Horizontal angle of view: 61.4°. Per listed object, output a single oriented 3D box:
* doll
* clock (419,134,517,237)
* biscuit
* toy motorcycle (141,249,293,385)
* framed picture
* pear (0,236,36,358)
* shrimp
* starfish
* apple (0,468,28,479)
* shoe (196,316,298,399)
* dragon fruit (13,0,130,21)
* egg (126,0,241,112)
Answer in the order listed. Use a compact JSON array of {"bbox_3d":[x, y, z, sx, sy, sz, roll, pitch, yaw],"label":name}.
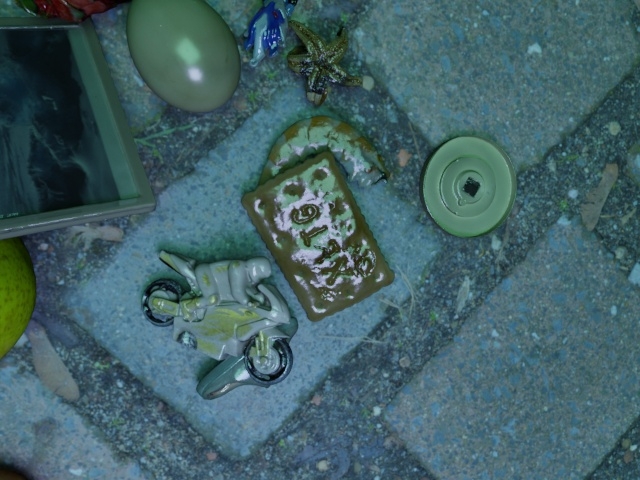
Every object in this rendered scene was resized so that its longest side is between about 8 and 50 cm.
[{"bbox_3d":[-0.099,-0.437,1.081,0.095,0.070,0.195,20,87,17],"label":"doll"},{"bbox_3d":[0.337,-0.121,1.216,0.234,0.029,0.235,-1,95,-12],"label":"clock"},{"bbox_3d":[0.000,0.000,1.117,0.217,0.044,0.325,-27,105,1],"label":"biscuit"},{"bbox_3d":[-0.184,0.120,1.044,0.340,0.108,0.223,22,89,14],"label":"toy motorcycle"},{"bbox_3d":[-0.488,-0.206,0.877,0.325,0.028,0.447,-14,66,-28],"label":"framed picture"},{"bbox_3d":[-0.657,0.084,0.847,0.390,0.391,0.392,-1,95,-12],"label":"pear"},{"bbox_3d":[-0.010,-0.162,1.119,0.286,0.068,0.185,-22,100,-9],"label":"shrimp"},{"bbox_3d":[0.004,-0.379,1.106,0.146,0.074,0.190,-32,98,-2],"label":"starfish"},{"bbox_3d":[-0.626,0.550,0.964,0.253,0.253,0.254,-1,95,-12],"label":"apple"},{"bbox_3d":[-0.134,0.258,1.104,0.251,0.103,0.100,-37,76,-2],"label":"shoe"},{"bbox_3d":[-0.421,-0.485,0.943,0.274,0.192,0.193,-35,90,-23],"label":"dragon fruit"},{"bbox_3d":[-0.252,-0.351,0.992,0.185,0.186,0.242,-33,94,-8],"label":"egg"}]
